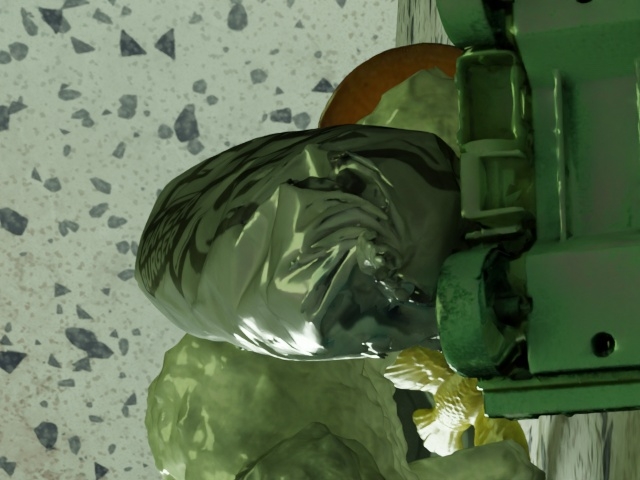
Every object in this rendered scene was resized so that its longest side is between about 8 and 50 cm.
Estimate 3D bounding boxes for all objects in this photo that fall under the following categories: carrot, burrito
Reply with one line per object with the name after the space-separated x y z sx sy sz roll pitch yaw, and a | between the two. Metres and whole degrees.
0.095 -0.063 1.471 0.225 0.159 0.159 -13 -75 -76 | carrot
0.000 0.000 0.899 0.445 0.139 0.101 -177 65 -78 | burrito

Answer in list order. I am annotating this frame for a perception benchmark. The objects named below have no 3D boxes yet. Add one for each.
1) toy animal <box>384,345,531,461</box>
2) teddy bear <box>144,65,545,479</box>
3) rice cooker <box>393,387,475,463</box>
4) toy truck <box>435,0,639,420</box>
0.106 0.090 1.387 0.155 0.219 0.095 -51 -11 11 | toy animal
0.073 0.165 1.155 0.362 0.375 0.327 51 -171 28 | teddy bear
0.016 0.198 1.777 0.227 0.241 0.281 98 171 -70 | rice cooker
0.120 -0.060 0.746 0.135 0.128 0.260 32 -124 -62 | toy truck
